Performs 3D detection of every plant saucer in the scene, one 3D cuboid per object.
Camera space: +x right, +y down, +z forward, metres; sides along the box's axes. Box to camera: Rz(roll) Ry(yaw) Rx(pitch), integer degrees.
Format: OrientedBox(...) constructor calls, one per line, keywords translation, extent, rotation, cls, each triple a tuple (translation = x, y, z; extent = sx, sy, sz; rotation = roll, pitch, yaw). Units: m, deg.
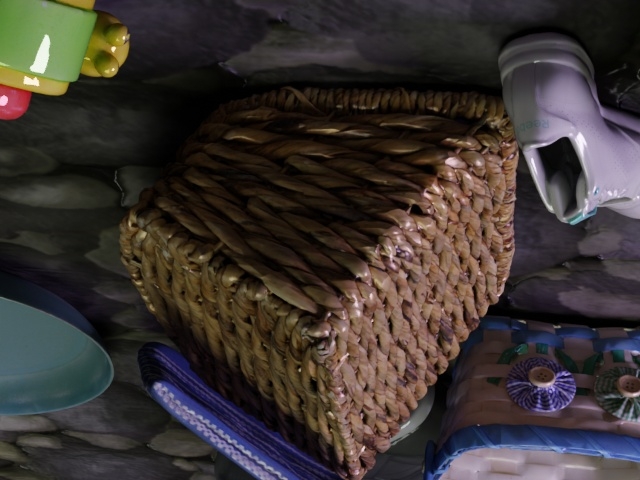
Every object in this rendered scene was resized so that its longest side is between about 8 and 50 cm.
OrientedBox(translation=(-0.345, 0.085, 1.482), extent=(0.318, 0.043, 0.317), rotation=(3, 153, 1), cls="plant saucer")

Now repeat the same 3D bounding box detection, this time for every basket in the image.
OrientedBox(translation=(0.200, 0.214, 1.377), extent=(0.255, 0.289, 0.201), rotation=(4, 156, -4), cls="basket")
OrientedBox(translation=(0.000, 0.000, 1.202), extent=(0.213, 0.223, 0.299), rotation=(32, 161, 20), cls="basket")

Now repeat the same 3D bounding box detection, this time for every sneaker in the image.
OrientedBox(translation=(0.034, 0.212, 1.606), extent=(0.296, 0.104, 0.147), rotation=(-24, 137, 37), cls="sneaker")
OrientedBox(translation=(0.176, -0.046, 1.078), extent=(0.080, 0.094, 0.212), rotation=(-15, 148, 31), cls="sneaker")

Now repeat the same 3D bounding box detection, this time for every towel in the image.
OrientedBox(translation=(-0.045, 0.166, 1.342), extent=(0.243, 0.040, 0.336), rotation=(36, 176, -7), cls="towel")

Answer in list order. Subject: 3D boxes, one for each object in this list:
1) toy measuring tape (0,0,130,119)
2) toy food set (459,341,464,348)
OrientedBox(translation=(-0.231, -0.137, 0.891), extent=(0.121, 0.121, 0.330), rotation=(-21, 157, 41), cls="toy measuring tape")
OrientedBox(translation=(0.028, 0.093, 1.443), extent=(0.192, 0.038, 0.132), rotation=(-7, 152, 21), cls="toy food set")
